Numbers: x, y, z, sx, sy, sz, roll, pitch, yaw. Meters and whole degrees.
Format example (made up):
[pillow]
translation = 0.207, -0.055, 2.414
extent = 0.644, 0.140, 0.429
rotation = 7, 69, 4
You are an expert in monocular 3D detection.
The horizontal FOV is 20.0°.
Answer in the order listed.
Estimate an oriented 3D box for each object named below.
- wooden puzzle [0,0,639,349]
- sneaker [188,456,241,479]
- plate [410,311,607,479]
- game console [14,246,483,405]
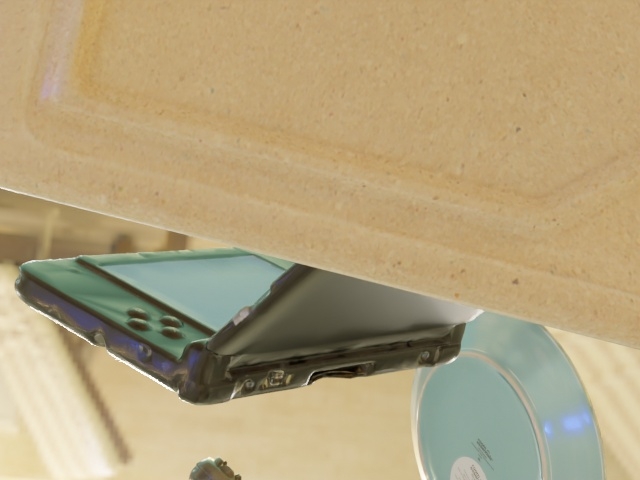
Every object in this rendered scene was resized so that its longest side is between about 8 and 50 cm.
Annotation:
[wooden puzzle]
translation = 0.058, -0.094, 0.324
extent = 0.238, 0.221, 0.044
rotation = 15, -177, 2
[sneaker]
translation = -0.078, 0.272, 1.418
extent = 0.078, 0.106, 0.234
rotation = 38, 152, 42
[plate]
translation = 0.106, 0.130, 1.124
extent = 0.024, 0.188, 0.188
rotation = -10, 176, -34
[game console]
translation = 0.000, 0.000, 0.486
extent = 0.107, 0.071, 0.122
rotation = 26, -163, 33
